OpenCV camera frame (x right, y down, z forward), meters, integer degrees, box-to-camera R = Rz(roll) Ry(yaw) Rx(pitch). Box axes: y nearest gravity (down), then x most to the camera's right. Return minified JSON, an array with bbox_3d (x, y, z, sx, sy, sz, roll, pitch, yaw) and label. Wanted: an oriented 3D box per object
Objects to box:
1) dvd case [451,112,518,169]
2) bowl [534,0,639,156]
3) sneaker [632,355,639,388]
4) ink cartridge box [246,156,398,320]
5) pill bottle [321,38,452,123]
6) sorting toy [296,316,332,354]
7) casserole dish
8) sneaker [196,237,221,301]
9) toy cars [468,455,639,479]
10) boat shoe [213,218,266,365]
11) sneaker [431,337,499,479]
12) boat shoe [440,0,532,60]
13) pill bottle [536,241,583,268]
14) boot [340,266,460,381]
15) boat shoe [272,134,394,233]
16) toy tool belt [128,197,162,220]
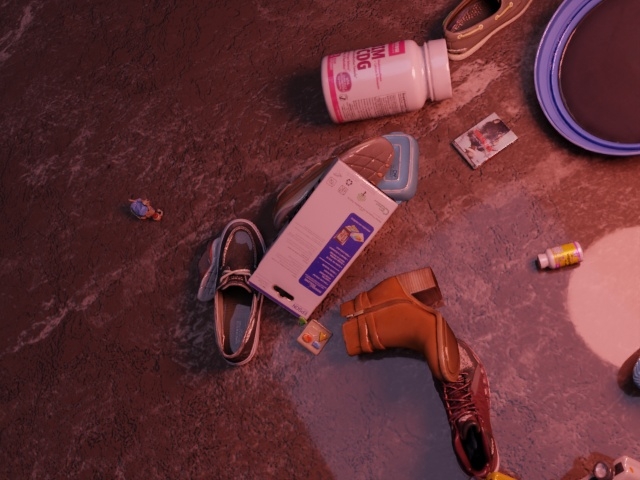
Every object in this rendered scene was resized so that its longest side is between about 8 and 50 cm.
[{"bbox_3d":[0.372,-0.226,1.356,0.119,0.013,0.087,-35,67,3],"label":"dvd case"},{"bbox_3d":[0.637,-0.363,1.206,0.391,0.077,0.391,1,91,39],"label":"bowl"},{"bbox_3d":[0.662,0.193,1.097,0.229,0.092,0.087,-43,68,-4],"label":"sneaker"},{"bbox_3d":[0.000,0.000,1.292,0.165,0.065,0.332,36,100,-13],"label":"ink cartridge box"},{"bbox_3d":[0.154,-0.372,1.385,0.283,0.160,0.160,-7,71,13],"label":"pill bottle"},{"bbox_3d":[-0.023,0.204,1.305,0.083,0.012,0.062,38,87,-9],"label":"sorting toy"},{"bbox_3d":[0.168,-0.173,1.384,0.114,0.037,0.188,1,74,16],"label":"casserole dish"},{"bbox_3d":[-0.266,0.070,1.423,0.065,0.061,0.158,1,68,39],"label":"sneaker"},{"bbox_3d":[0.382,0.471,1.034,0.394,0.176,0.087,-12,37,12],"label":"toy cars"},{"bbox_3d":[-0.176,0.106,1.333,0.121,0.119,0.335,-3,76,-1],"label":"boat shoe"},{"bbox_3d":[0.277,0.310,1.128,0.106,0.162,0.281,-17,69,10],"label":"sneaker"},{"bbox_3d":[0.405,-0.559,1.413,0.305,0.091,0.109,-44,67,-1],"label":"boat shoe"},{"bbox_3d":[0.489,0.033,1.224,0.083,0.043,0.043,-16,69,10],"label":"pill bottle"},{"bbox_3d":[0.148,0.188,1.200,0.220,0.109,0.283,-23,46,15],"label":"boot"},{"bbox_3d":[0.017,-0.139,1.362,0.324,0.123,0.116,-34,40,6],"label":"boat shoe"},{"bbox_3d":[-0.447,-0.079,1.514,0.083,0.051,0.052,29,82,21],"label":"toy tool belt"}]
